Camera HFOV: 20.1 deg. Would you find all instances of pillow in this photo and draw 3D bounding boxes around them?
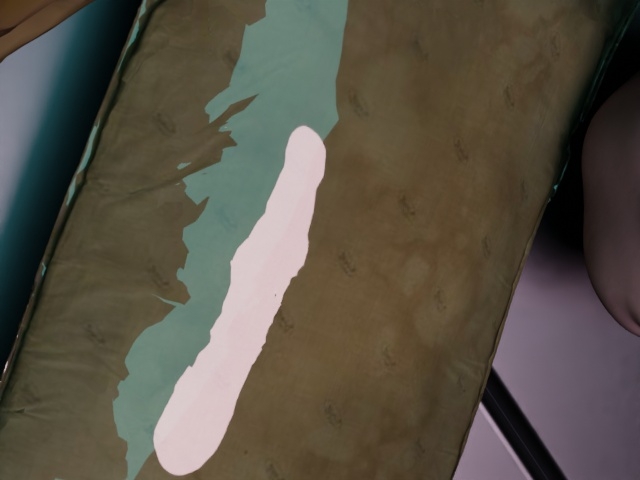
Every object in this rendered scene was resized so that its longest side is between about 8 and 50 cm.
[{"bbox_3d":[0.000,0.000,0.601,0.185,0.075,0.302,20,89,-29],"label":"pillow"}]

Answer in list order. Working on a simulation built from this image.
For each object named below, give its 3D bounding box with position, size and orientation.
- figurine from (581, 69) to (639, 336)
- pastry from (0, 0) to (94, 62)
[{"bbox_3d":[0.147,-0.032,0.587,0.112,0.229,0.137,17,56,1],"label":"figurine"},{"bbox_3d":[-0.167,-0.199,0.438,0.409,0.245,0.409,-3,96,-27],"label":"pastry"}]
